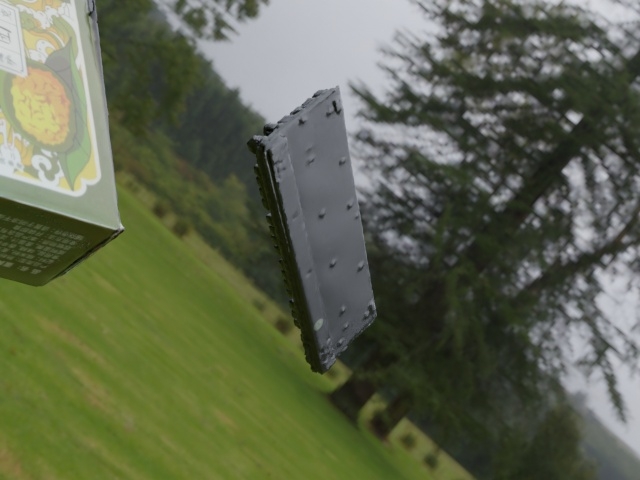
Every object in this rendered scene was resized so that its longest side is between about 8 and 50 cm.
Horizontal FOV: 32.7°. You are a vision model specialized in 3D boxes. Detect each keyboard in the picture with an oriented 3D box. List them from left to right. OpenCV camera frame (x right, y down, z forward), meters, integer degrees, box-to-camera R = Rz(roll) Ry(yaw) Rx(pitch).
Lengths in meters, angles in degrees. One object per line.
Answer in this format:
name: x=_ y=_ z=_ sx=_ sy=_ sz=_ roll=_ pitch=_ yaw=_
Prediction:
keyboard: x=-0.001 y=0.000 z=0.730 sx=0.023 sy=0.072 sz=0.231 roll=29 pitch=-31 yaw=32

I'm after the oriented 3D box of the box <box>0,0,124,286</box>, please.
box: x=-0.394 y=-0.185 z=0.994 sx=0.420 sy=0.138 sz=0.373 roll=20 pitch=49 yaw=-45
